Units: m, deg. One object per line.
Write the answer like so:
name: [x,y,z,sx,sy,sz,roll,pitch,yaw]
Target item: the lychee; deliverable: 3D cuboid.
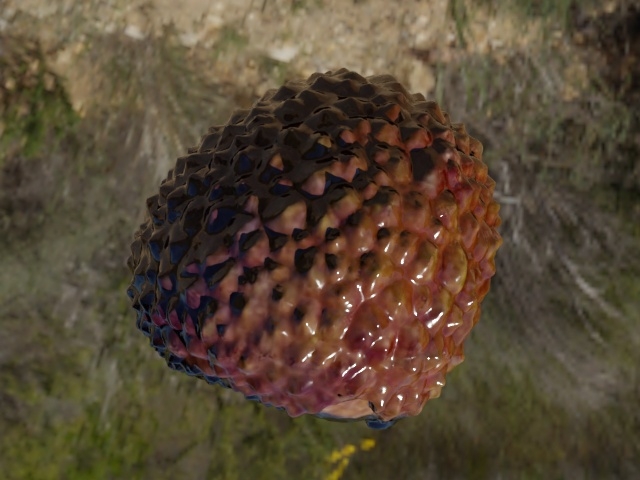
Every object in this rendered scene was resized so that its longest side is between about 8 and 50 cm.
lychee: [0.000,0.000,0.729,0.188,0.188,0.188,7,142,6]
